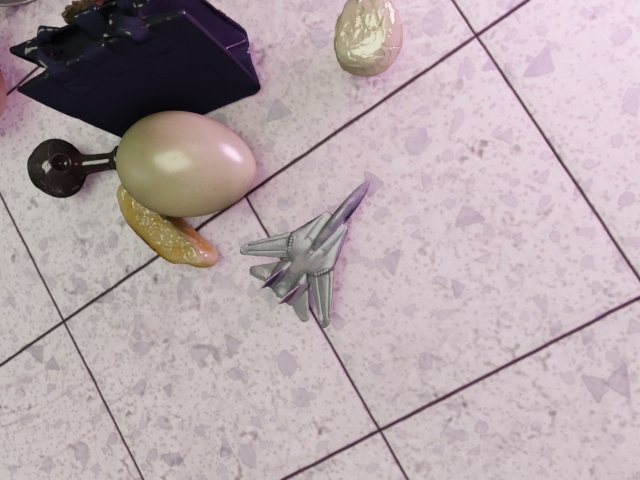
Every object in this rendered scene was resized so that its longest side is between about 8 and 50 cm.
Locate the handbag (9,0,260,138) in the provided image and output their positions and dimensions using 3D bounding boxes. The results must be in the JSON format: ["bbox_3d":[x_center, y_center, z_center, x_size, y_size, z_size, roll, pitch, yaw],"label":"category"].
[{"bbox_3d":[-0.292,-0.299,0.902,0.303,0.329,0.122,-18,82,16],"label":"handbag"}]

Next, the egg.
[{"bbox_3d":[-0.238,-0.135,0.961,0.253,0.188,0.189,4,92,9],"label":"egg"}]

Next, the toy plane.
[{"bbox_3d":[0.002,0.001,0.952,0.212,0.088,0.267,40,93,11],"label":"toy plane"}]

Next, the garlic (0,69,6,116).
[{"bbox_3d":[-0.780,-0.348,1.065,0.241,0.322,0.322,-22,84,-12],"label":"garlic"}]

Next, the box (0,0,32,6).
[{"bbox_3d":[-0.649,-0.593,1.052,0.226,0.226,0.150,-20,86,16],"label":"box"}]

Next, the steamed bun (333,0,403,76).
[{"bbox_3d":[0.085,-0.343,0.911,0.112,0.091,0.130,7,96,21],"label":"steamed bun"}]

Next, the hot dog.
[{"bbox_3d":[-0.303,-0.020,1.037,0.242,0.084,0.073,41,105,11],"label":"hot dog"}]

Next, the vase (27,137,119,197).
[{"bbox_3d":[-0.484,-0.151,1.081,0.182,0.120,0.120,-9,89,-1],"label":"vase"}]
